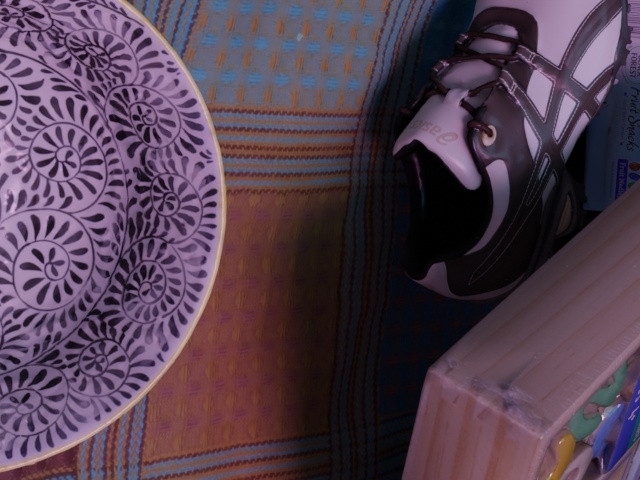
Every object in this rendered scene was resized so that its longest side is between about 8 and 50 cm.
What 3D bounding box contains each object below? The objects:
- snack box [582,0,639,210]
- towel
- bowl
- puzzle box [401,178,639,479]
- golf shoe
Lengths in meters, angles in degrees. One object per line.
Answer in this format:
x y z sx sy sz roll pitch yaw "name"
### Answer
0.163 -0.099 0.802 0.100 0.037 0.141 -68 160 -46 "snack box"
0.000 0.000 0.700 0.370 0.040 0.271 -4 103 -47 "towel"
-0.123 -0.014 0.509 0.170 0.080 0.170 -4 103 -20 "bowl"
0.114 0.150 0.739 0.272 0.052 0.409 -38 148 -41 "puzzle box"
0.083 -0.066 0.688 0.094 0.077 0.198 -1 100 -46 "golf shoe"
